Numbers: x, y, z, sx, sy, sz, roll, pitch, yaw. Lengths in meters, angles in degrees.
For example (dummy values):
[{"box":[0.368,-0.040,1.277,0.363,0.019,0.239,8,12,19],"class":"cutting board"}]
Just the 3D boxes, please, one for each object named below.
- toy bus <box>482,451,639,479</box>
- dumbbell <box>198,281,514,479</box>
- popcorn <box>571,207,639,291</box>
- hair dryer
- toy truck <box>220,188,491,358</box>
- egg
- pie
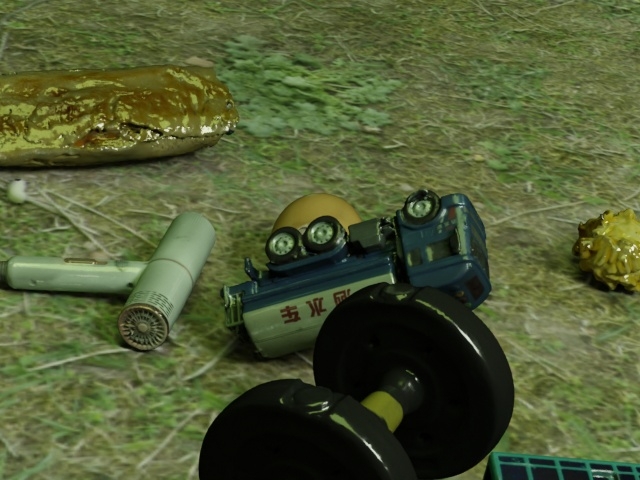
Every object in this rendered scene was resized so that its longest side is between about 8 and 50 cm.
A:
[{"box":[0.182,0.187,0.894,0.160,0.079,0.092,5,31,-4],"class":"toy bus"},{"box":[0.027,0.123,0.894,0.143,0.143,0.325,22,32,21],"class":"dumbbell"},{"box":[0.261,0.008,1.238,0.083,0.057,0.082,-2,39,-24],"class":"popcorn"},{"box":[-0.188,0.017,1.117,0.183,0.044,0.155,10,28,7],"class":"hair dryer"},{"box":[0.024,0.030,1.046,0.201,0.074,0.088,-16,55,15],"class":"toy truck"},{"box":[0.000,0.000,1.157,0.080,0.080,0.096,16,25,11],"class":"egg"},{"box":[-0.221,-0.112,1.292,0.282,0.068,0.129,-4,44,-21],"class":"pie"}]
